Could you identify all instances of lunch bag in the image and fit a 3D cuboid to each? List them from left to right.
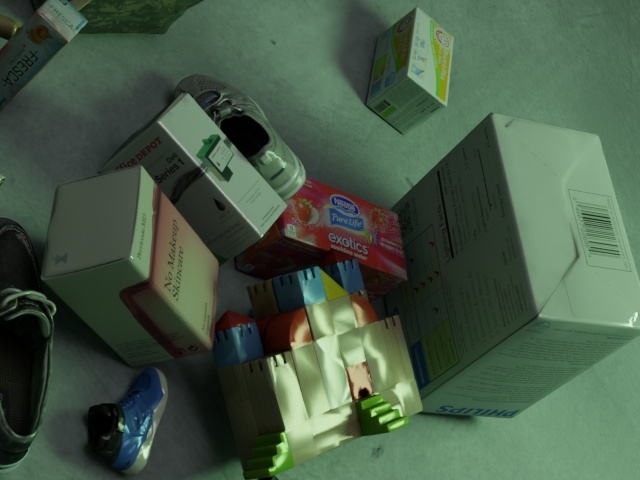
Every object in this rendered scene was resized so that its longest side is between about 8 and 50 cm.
[{"bbox_3d":[-0.333,-0.464,1.900,0.235,0.169,0.287,-11,78,-48],"label":"lunch bag"}]

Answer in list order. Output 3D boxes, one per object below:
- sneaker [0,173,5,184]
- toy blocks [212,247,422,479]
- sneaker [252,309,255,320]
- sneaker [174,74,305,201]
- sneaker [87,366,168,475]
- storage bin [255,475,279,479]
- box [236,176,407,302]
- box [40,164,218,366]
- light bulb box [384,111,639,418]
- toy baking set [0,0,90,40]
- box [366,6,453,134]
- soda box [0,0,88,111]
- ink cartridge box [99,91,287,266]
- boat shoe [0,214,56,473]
[{"bbox_3d":[-0.446,-0.073,1.632,0.035,0.031,0.083,46,34,8],"label":"sneaker"},{"bbox_3d":[-0.010,0.151,1.754,0.381,0.190,0.261,-14,88,-49],"label":"toy blocks"},{"bbox_3d":[-0.015,0.112,1.908,0.188,0.078,0.067,6,61,-44],"label":"sneaker"},{"bbox_3d":[-0.128,-0.177,1.880,0.281,0.105,0.115,40,-8,34],"label":"sneaker"},{"bbox_3d":[-0.249,0.214,1.612,0.084,0.058,0.152,39,48,-33],"label":"sneaker"},{"bbox_3d":[-0.108,0.388,1.590,0.084,0.122,0.180,52,39,-6],"label":"storage bin"},{"bbox_3d":[0.000,0.000,1.965,0.256,0.122,0.128,21,50,-36],"label":"box"},{"bbox_3d":[-0.236,0.037,1.621,0.232,0.126,0.149,56,28,-50],"label":"box"},{"bbox_3d":[0.286,0.052,2.012,0.225,0.361,0.358,9,58,-28],"label":"light bulb box"},{"bbox_3d":[-0.403,-0.364,1.737,0.256,0.030,0.197,26,81,3],"label":"toy baking set"},{"bbox_3d":[0.169,-0.318,2.364,0.103,0.114,0.203,35,43,-25],"label":"box"},{"bbox_3d":[-0.389,-0.248,1.681,0.058,0.183,0.063,44,39,-15],"label":"soda box"},{"bbox_3d":[-0.183,-0.075,1.798,0.219,0.160,0.093,48,42,-10],"label":"ink cartridge box"},{"bbox_3d":[-0.364,0.108,1.517,0.121,0.119,0.335,14,55,-40],"label":"boat shoe"}]
